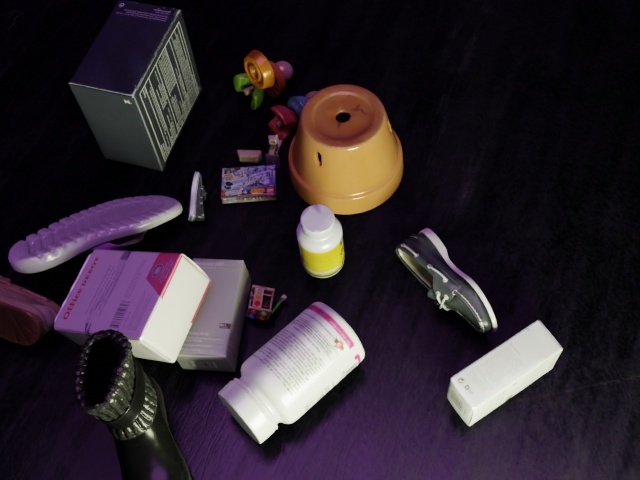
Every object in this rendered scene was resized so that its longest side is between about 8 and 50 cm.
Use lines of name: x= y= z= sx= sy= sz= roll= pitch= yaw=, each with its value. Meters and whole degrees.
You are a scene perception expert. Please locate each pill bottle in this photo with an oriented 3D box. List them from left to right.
pill bottle: x=-0.061 y=0.272 z=1.564 sx=0.283 sy=0.160 sz=0.160 roll=-39 pitch=64 yaw=-18
pill bottle: x=0.000 y=0.000 z=1.711 sx=0.103 sy=0.184 sz=0.103 roll=-2 pitch=59 yaw=3

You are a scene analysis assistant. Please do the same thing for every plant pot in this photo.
plant pot: x=0.057 y=-0.238 z=1.842 sx=0.291 sy=0.203 sz=0.291 roll=-2 pitch=58 yaw=4

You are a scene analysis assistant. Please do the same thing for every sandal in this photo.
sandal: x=-0.526 y=-0.007 z=1.803 sx=0.416 sy=0.102 sz=0.169 roll=-21 pitch=35 yaw=-27

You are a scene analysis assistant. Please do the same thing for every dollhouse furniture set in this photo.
dollhouse furniture set: x=-0.155 y=-0.247 z=1.943 sx=0.114 sy=0.091 sz=0.081 roll=2 pitch=44 yaw=9

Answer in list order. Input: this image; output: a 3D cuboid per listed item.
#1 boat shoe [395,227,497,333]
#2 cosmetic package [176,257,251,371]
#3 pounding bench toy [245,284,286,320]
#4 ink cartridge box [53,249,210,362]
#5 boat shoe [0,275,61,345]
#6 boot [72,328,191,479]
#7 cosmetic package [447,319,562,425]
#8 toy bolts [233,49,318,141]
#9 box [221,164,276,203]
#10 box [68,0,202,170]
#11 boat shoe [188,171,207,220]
boat shoe: x=0.274 y=0.102 z=1.678 sx=0.091 sy=0.114 sz=0.302 roll=-26 pitch=48 yaw=-12
cosmetic package: x=-0.236 y=0.163 z=1.678 sx=0.127 sy=0.107 sz=0.238 roll=0 pitch=61 yaw=9
pounding bench toy: x=-0.121 y=0.146 z=1.706 sx=0.083 sy=0.052 sz=0.065 roll=11 pitch=60 yaw=-7
ink cartridge box: x=-0.406 y=0.135 z=1.635 sx=0.283 sy=0.117 sz=0.207 roll=2 pitch=59 yaw=35
boat shoe: x=-0.752 y=0.140 z=1.737 sx=0.341 sy=0.122 sz=0.110 roll=21 pitch=25 yaw=13
boot: x=-0.366 y=0.367 z=1.469 sx=0.131 sy=0.260 sz=0.348 roll=-22 pitch=59 yaw=-9
cosmetic package: x=0.375 y=0.272 z=1.557 sx=0.231 sy=0.117 sz=0.085 roll=-30 pitch=62 yaw=-12
toy bolts: x=-0.089 y=-0.400 z=1.968 sx=0.158 sy=0.218 sz=0.228 roll=-34 pitch=80 yaw=-22
box: x=-0.179 y=-0.141 z=1.902 sx=0.137 sy=0.027 sz=0.094 roll=-3 pitch=57 yaw=2
box: x=-0.455 y=-0.389 z=1.917 sx=0.182 sy=0.296 sz=0.294 roll=12 pitch=60 yaw=11
boat shoe: x=-0.303 y=-0.107 z=1.884 sx=0.040 sy=0.049 sz=0.142 roll=8 pitch=59 yaw=-13
